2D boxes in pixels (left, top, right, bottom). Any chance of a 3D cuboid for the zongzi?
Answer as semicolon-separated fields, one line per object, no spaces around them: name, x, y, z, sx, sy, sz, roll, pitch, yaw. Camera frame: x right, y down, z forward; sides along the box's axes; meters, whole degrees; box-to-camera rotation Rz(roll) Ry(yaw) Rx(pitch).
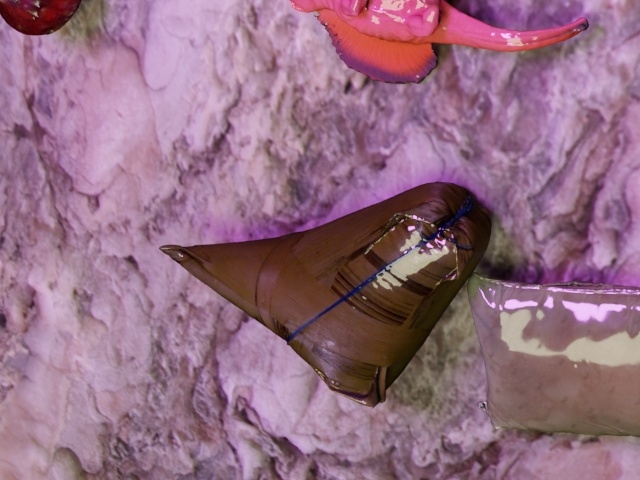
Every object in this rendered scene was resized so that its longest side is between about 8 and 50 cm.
zongzi;0.000;0.000;1.354;0.289;0.123;0.260;36;126;9

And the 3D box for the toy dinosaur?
toy dinosaur;0.091;-0.181;1.225;0.286;0.070;0.139;19;138;13

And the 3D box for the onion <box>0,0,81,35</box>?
onion;-0.278;-0.257;1.351;0.107;0.097;0.107;-13;70;42

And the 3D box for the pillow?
pillow;0.284;0.117;1.301;0.302;0.075;0.185;2;119;27
